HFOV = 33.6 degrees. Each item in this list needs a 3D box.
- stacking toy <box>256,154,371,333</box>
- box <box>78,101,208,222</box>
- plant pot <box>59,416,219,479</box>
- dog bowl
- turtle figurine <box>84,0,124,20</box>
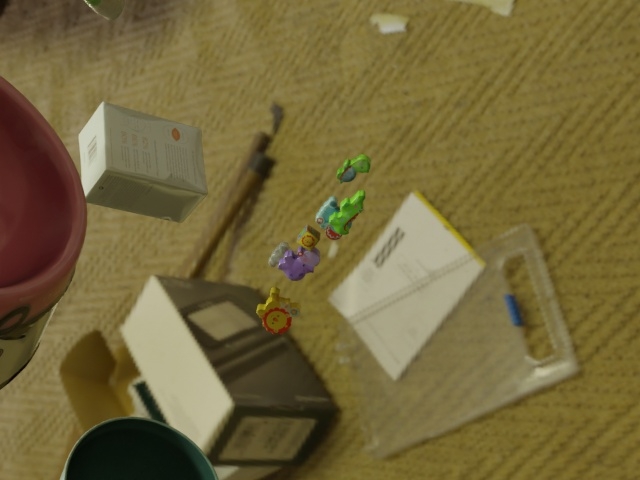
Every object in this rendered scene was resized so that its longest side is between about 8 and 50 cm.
[{"bbox_3d":[0.000,0.000,1.367,0.221,0.052,0.167,-52,12,21],"label":"stacking toy"},{"bbox_3d":[-0.270,-0.116,1.616,0.091,0.170,0.130,-42,46,41],"label":"box"},{"bbox_3d":[-0.346,0.489,1.883,0.196,0.293,0.293,-51,46,39],"label":"plant pot"},{"bbox_3d":[-0.412,-0.043,1.043,0.150,0.408,0.408,-40,52,30],"label":"dog bowl"},{"bbox_3d":[-0.385,-0.428,1.470,0.274,0.266,0.198,11,87,40],"label":"turtle figurine"}]
